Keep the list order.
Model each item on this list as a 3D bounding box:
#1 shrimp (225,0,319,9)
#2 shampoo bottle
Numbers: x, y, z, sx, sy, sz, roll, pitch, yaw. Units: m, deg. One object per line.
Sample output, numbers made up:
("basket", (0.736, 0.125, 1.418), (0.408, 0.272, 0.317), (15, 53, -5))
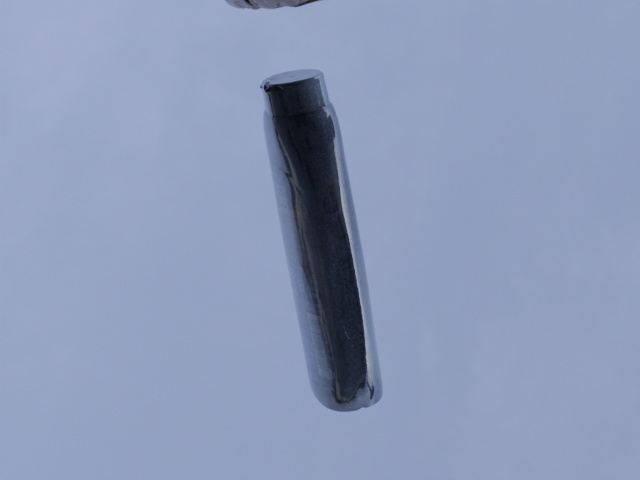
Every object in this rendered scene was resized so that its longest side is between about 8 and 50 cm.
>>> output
("shrimp", (0.047, -0.188, 0.798), (0.253, 0.058, 0.173), (-13, -154, 37))
("shampoo bottle", (0.000, 0.000, 1.001), (0.049, 0.087, 0.234), (-14, -73, -14))
